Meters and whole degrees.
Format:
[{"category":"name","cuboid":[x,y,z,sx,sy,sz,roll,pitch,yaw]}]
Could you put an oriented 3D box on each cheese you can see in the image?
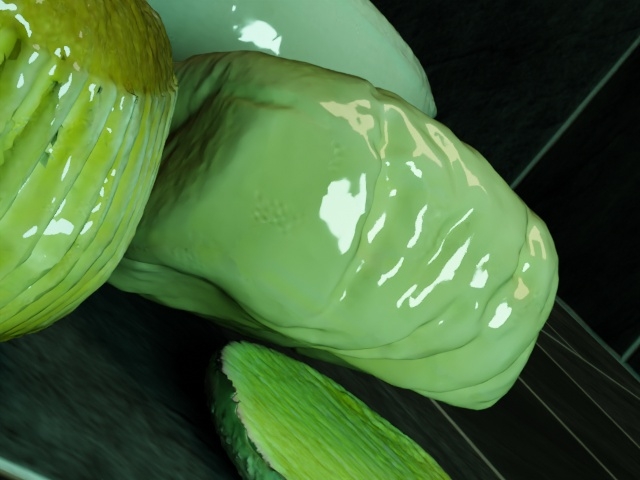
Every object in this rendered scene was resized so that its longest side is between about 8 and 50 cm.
[{"category":"cheese","cuboid":[0.000,0.000,0.922,0.214,0.117,0.226,28,-12,-25]}]

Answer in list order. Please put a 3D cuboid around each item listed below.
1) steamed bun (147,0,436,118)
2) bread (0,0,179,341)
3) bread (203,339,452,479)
[{"category":"steamed bun","cuboid":[-0.078,-0.105,1.107,0.283,0.177,0.283,43,0,0]},{"category":"bread","cuboid":[-0.156,-0.069,0.663,0.227,0.142,0.253,34,8,5]},{"category":"bread","cuboid":[0.035,0.129,0.863,0.228,0.033,0.228,38,9,-7]}]
